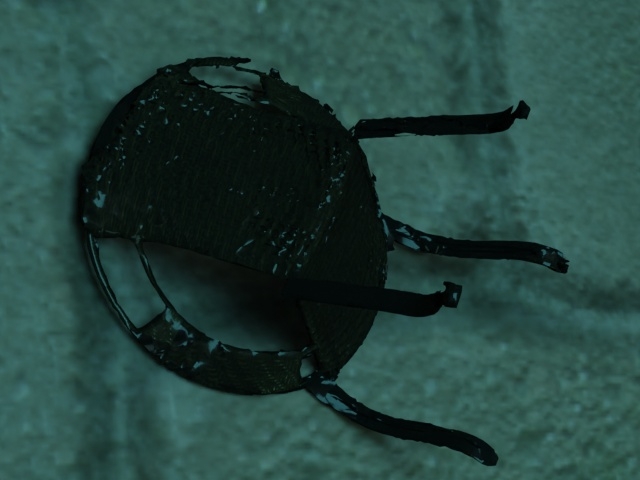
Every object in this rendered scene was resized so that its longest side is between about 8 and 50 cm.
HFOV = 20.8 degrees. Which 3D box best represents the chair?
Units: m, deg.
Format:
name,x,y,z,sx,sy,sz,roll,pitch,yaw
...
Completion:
name,x,y,z,sx,sy,sz,roll,pitch,yaw
chair,0.000,0.000,0.856,0.213,0.149,0.174,14,61,18
